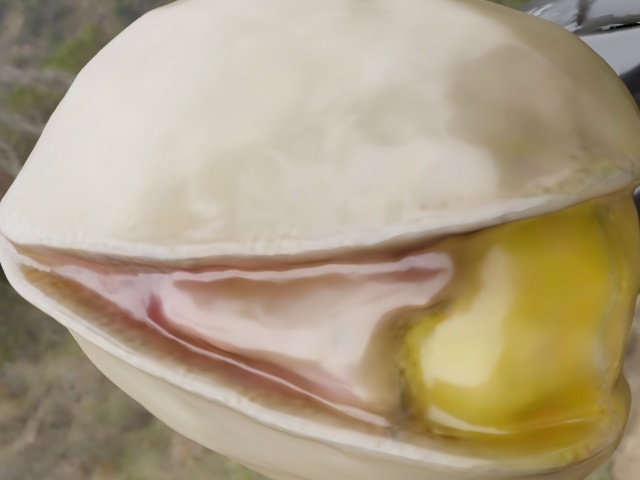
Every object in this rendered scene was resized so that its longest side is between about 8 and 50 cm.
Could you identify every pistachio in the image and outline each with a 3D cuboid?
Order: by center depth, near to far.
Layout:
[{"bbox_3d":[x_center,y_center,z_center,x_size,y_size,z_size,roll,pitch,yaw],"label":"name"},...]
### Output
[{"bbox_3d":[0.000,0.000,0.699,0.309,0.230,0.230,18,87,46],"label":"pistachio"}]

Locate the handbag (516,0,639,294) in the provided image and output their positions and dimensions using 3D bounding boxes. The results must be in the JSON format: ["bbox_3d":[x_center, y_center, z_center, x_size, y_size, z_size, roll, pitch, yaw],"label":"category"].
[{"bbox_3d":[0.141,-0.073,0.994,0.342,0.152,0.288,-33,18,28],"label":"handbag"}]
